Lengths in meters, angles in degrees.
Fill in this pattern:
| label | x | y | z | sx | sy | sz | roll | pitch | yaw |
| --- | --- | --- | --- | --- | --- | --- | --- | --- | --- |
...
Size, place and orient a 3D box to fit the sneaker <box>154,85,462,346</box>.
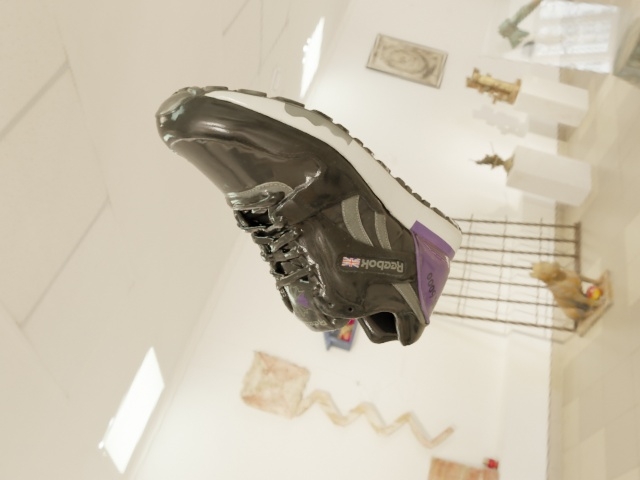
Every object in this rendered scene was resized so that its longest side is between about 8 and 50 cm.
| label | x | y | z | sx | sy | sz | roll | pitch | yaw |
| --- | --- | --- | --- | --- | --- | --- | --- | --- | --- |
| sneaker | 0.000 | 0.000 | 0.421 | 0.107 | 0.283 | 0.124 | -1 | 65 | 53 |
